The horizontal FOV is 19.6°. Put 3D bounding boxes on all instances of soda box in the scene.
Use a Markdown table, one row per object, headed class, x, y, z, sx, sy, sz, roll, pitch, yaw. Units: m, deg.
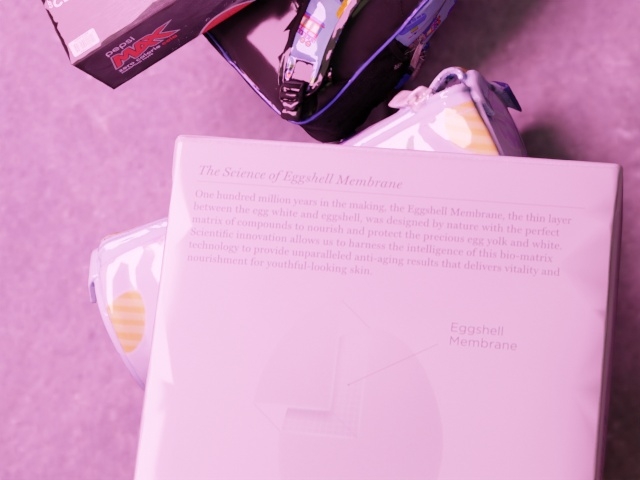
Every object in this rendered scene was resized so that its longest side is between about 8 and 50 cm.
| class | x | y | z | sx | sy | sz | roll | pitch | yaw |
| --- | --- | --- | --- | --- | --- | --- | --- | --- | --- |
| soda box | -0.072 | -0.156 | 1.059 | 0.169 | 0.060 | 0.053 | -30 | 71 | 12 |

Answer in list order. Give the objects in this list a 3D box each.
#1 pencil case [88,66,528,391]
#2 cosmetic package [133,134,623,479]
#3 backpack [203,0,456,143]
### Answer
| class | x | y | z | sx | sy | sz | roll | pitch | yaw |
| --- | --- | --- | --- | --- | --- | --- | --- | --- | --- |
| pencil case | 0.000 | 0.000 | 1.097 | 0.273 | 0.124 | 0.113 | -26 | 49 | 15 |
| cosmetic package | 0.034 | 0.076 | 0.941 | 0.224 | 0.138 | 0.224 | 5 | 79 | 10 |
| backpack | 0.011 | -0.165 | 1.126 | 0.173 | 0.117 | 0.158 | -46 | 69 | 7 |
